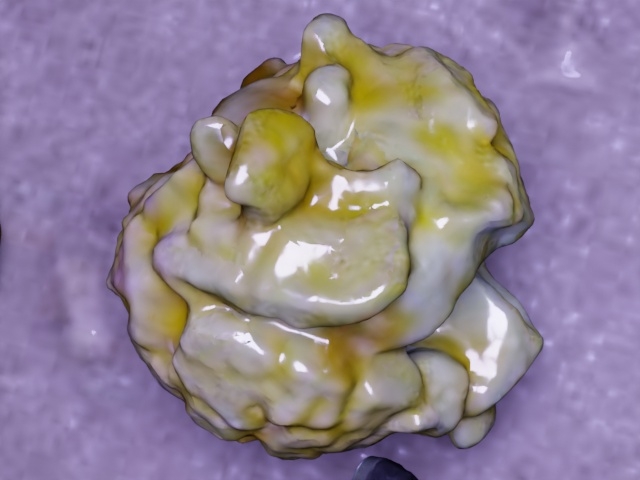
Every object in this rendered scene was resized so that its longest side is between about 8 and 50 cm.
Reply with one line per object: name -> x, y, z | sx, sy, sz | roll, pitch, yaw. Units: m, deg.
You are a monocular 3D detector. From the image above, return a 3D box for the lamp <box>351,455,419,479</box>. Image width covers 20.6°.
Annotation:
lamp -> -0.093, 0.153, 0.749 | 0.283, 0.203, 0.124 | -10, 61, 13

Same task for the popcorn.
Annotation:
popcorn -> 0.001, 0.001, 0.757 | 0.167, 0.185, 0.187 | 27, 118, 34
